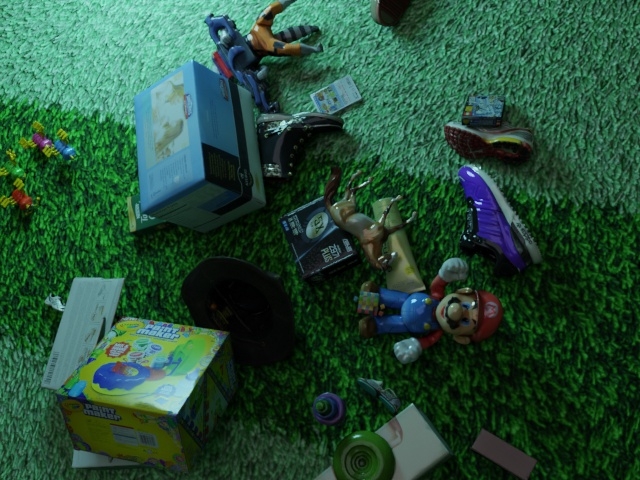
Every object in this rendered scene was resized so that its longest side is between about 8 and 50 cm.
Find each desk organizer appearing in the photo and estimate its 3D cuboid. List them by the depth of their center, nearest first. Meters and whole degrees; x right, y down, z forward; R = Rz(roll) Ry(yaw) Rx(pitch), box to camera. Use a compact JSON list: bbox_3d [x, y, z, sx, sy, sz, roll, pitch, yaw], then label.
[{"bbox_3d":[0.386,0.452,1.464,0.130,0.047,0.050,28,78,23],"label":"desk organizer"}]

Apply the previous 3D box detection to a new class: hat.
[{"bbox_3d":[-0.165,0.146,1.659,0.331,0.331,0.134,21,37,22],"label":"hat"}]

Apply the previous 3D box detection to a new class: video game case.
[{"bbox_3d":[0.042,-0.387,1.881,0.122,0.011,0.087,-26,67,6],"label":"video game case"}]

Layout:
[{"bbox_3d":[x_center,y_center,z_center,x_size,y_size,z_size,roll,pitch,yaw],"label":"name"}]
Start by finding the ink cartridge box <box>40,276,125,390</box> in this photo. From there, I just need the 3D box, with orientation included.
[{"bbox_3d":[-0.577,0.242,1.753,0.261,0.066,0.296,-3,69,42],"label":"ink cartridge box"}]

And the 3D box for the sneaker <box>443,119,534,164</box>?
[{"bbox_3d":[0.410,-0.249,1.697,0.225,0.088,0.092,17,53,23],"label":"sneaker"}]

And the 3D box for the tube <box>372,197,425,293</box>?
[{"bbox_3d":[0.181,0.016,1.674,0.062,0.070,0.240,-2,71,-30],"label":"tube"}]

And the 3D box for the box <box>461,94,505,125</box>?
[{"bbox_3d":[0.400,-0.319,1.702,0.094,0.027,0.137,5,34,17],"label":"box"}]

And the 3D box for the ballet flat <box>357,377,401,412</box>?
[{"bbox_3d":[0.137,0.344,1.584,0.114,0.041,0.041,37,84,24],"label":"ballet flat"}]

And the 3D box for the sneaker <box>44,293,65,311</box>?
[{"bbox_3d":[-0.713,0.169,1.891,0.083,0.032,0.037,22,79,21],"label":"sneaker"}]

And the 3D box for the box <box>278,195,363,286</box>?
[{"bbox_3d":[0.000,0.000,1.719,0.147,0.077,0.180,-25,66,6],"label":"box"}]

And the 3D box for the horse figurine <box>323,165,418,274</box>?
[{"bbox_3d":[0.102,-0.061,1.643,0.263,0.066,0.174,38,83,9],"label":"horse figurine"}]

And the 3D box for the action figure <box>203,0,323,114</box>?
[{"bbox_3d":[-0.152,-0.496,1.930,0.330,0.178,0.341,-23,96,14],"label":"action figure"}]

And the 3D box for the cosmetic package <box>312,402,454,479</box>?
[{"bbox_3d":[0.125,0.488,1.471,0.296,0.153,0.129,-37,66,0],"label":"cosmetic package"}]

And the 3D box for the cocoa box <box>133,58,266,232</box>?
[{"bbox_3d":[-0.312,-0.232,1.777,0.231,0.228,0.347,-23,65,30],"label":"cocoa box"}]

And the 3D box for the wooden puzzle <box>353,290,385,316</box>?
[{"bbox_3d":[0.109,0.142,1.571,0.083,0.006,0.049,6,86,34],"label":"wooden puzzle"}]

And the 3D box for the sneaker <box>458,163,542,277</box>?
[{"bbox_3d":[0.374,-0.041,1.612,0.146,0.102,0.293,-31,66,5],"label":"sneaker"}]

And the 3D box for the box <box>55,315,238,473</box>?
[{"bbox_3d":[-0.379,0.339,1.580,0.290,0.177,0.279,5,32,16],"label":"box"}]

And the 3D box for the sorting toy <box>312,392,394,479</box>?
[{"bbox_3d":[0.085,0.451,1.345,0.127,0.126,0.365,-35,67,2],"label":"sorting toy"}]

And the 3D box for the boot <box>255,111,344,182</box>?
[{"bbox_3d":[-0.058,-0.242,1.825,0.236,0.085,0.178,1,80,9],"label":"boot"}]

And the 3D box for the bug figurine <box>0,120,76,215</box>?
[{"bbox_3d":[-0.837,-0.220,2.044,0.279,0.072,0.216,-48,59,1],"label":"bug figurine"}]

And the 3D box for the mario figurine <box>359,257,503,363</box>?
[{"bbox_3d":[0.238,0.153,1.537,0.320,0.198,0.170,-2,28,23],"label":"mario figurine"}]

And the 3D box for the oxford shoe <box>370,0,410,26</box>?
[{"bbox_3d":[0.182,-0.742,1.930,0.130,0.123,0.348,-1,70,44],"label":"oxford shoe"}]

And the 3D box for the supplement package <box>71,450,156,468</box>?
[{"bbox_3d":[-0.486,0.493,1.670,0.179,0.105,0.105,-7,67,13],"label":"supplement package"}]

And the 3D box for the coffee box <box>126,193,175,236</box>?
[{"bbox_3d":[-0.435,-0.088,1.896,0.184,0.040,0.113,-15,68,10],"label":"coffee box"}]
